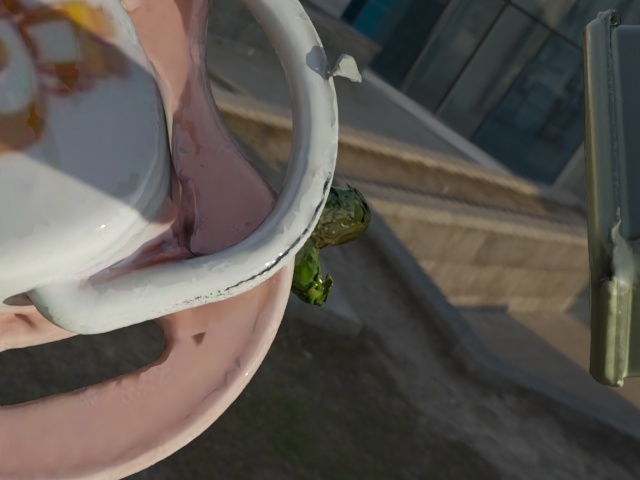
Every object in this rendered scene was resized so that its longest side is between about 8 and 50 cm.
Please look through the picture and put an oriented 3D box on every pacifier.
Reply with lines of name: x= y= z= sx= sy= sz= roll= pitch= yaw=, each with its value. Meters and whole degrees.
pacifier: x=-0.147 y=-0.036 z=0.573 sx=0.220 sy=0.273 sz=0.332 roll=-4 pitch=69 yaw=-43

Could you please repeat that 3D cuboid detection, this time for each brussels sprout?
brussels sprout: x=-0.001 y=0.001 z=0.741 sx=0.051 sy=0.083 sz=0.046 roll=13 pitch=-34 yaw=28

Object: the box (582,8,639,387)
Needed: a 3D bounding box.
box: x=0.262 y=-0.033 z=0.732 sx=0.178 sy=0.138 sz=0.274 roll=0 pitch=46 yaw=13
